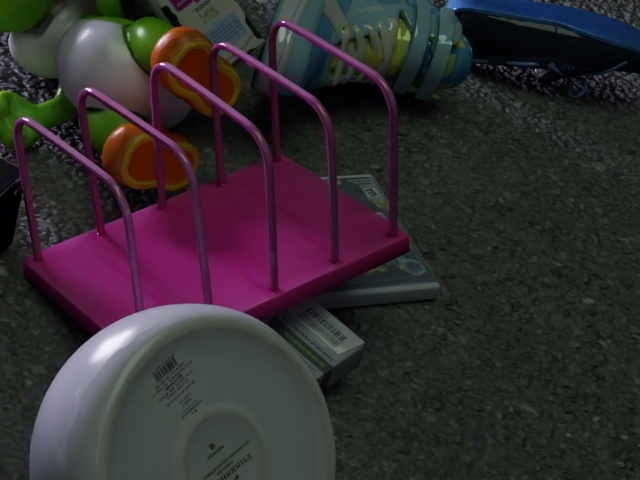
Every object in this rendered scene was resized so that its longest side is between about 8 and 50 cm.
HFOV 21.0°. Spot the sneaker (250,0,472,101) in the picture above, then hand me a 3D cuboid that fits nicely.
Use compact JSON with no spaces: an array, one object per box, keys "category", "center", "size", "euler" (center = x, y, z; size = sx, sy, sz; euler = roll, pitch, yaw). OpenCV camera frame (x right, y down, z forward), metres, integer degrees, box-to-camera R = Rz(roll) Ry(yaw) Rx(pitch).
[{"category":"sneaker","center":[0.055,-0.208,1.860],"size":[0.208,0.127,0.319],"euler":[24,28,4]}]

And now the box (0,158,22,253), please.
[{"category":"box","center":[-0.369,-0.024,1.511],"size":[0.158,0.093,0.156],"euler":[27,40,9]}]

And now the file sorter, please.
[{"category":"file sorter","center":[-0.097,-0.053,1.517],"size":[0.290,0.182,0.202],"euler":[-24,39,-29]}]

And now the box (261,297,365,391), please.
[{"category":"box","center":[-0.075,0.100,1.517],"size":[0.145,0.038,0.186],"euler":[39,48,23]}]

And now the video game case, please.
[{"category":"video game case","center":[0.000,0.000,1.697],"size":[0.190,0.022,0.173],"euler":[-4,44,-27]}]

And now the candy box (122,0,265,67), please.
[{"category":"candy box","center":[-0.169,-0.274,1.762],"size":[0.071,0.159,0.233],"euler":[-40,105,-10]}]

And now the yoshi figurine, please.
[{"category":"yoshi figurine","center":[-0.253,-0.202,1.695],"size":[0.203,0.203,0.362],"euler":[-28,44,-25]}]

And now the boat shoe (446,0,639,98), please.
[{"category":"boat shoe","center":[0.268,-0.230,2.040],"size":[0.258,0.089,0.109],"euler":[13,25,0]}]

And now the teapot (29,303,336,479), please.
[{"category":"teapot","center":[-0.128,0.172,1.313],"size":[0.256,0.187,0.252],"euler":[14,74,-37]}]
